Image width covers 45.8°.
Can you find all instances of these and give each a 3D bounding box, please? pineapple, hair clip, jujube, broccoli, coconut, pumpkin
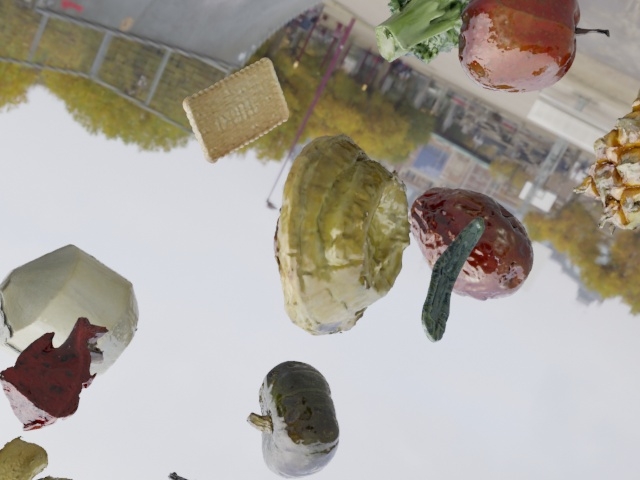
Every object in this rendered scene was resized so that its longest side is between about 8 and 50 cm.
[{"bbox_3d":[0.346,-0.109,0.690,0.079,0.233,0.135,61,177,38],"label":"pineapple"},{"bbox_3d":[0.203,0.057,1.183,0.036,0.229,0.066,-4,140,49],"label":"hair clip"},{"bbox_3d":[0.285,0.001,1.471,0.197,0.197,0.290,17,-161,-37],"label":"jujube"},{"bbox_3d":[0.216,-0.480,1.445,0.302,0.249,0.375,-14,177,-20],"label":"broccoli"},{"bbox_3d":[-0.589,0.162,1.751,0.323,0.323,0.323,26,-167,-6],"label":"coconut"},{"bbox_3d":[-0.074,0.505,2.057,0.242,0.325,0.232,-4,-174,-12],"label":"pumpkin"}]

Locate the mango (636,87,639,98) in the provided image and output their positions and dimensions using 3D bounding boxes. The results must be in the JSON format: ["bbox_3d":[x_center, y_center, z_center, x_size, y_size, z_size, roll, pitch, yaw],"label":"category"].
[{"bbox_3d":[0.521,-0.158,1.074,0.136,0.099,0.227,4,-132,-22],"label":"mango"}]

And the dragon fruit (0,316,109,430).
[{"bbox_3d":[-0.408,0.199,1.172,0.122,0.092,0.192,25,-135,-7],"label":"dragon fruit"}]

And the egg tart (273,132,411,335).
[{"bbox_3d":[0.044,-0.003,1.026,0.115,0.290,0.290,6,-178,28],"label":"egg tart"}]

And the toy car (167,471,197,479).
[{"bbox_3d":[-0.241,0.445,1.376,0.093,0.025,0.041,36,163,-36],"label":"toy car"}]

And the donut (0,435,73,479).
[{"bbox_3d":[-0.462,0.407,1.198,0.078,0.181,0.146,5,-135,13],"label":"donut"}]

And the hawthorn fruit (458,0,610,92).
[{"bbox_3d":[0.278,-0.271,0.997,0.194,0.157,0.157,2,-168,5],"label":"hawthorn fruit"}]

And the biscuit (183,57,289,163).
[{"bbox_3d":[-0.184,-0.292,1.694,0.249,0.160,0.030,-37,-149,-30],"label":"biscuit"}]
